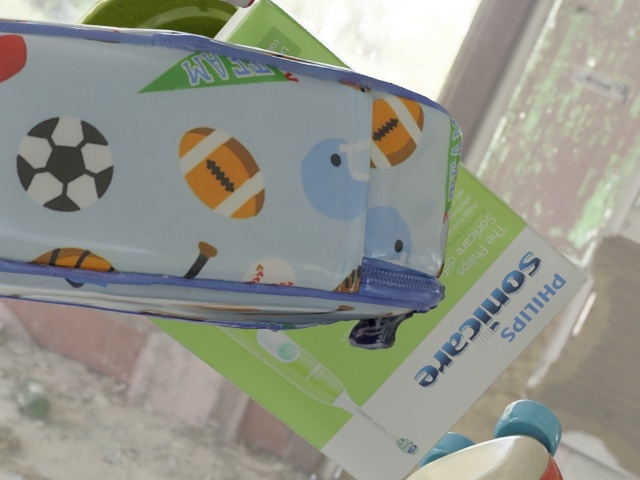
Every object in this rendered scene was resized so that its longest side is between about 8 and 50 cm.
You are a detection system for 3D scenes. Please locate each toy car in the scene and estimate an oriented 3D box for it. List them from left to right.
[{"bbox_3d":[0.207,0.343,1.275,0.238,0.210,0.219,54,33,-8],"label":"toy car"}]

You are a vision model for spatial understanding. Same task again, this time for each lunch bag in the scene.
[{"bbox_3d":[-0.092,-0.017,0.563,0.303,0.115,0.243,10,-10,-19],"label":"lunch bag"}]

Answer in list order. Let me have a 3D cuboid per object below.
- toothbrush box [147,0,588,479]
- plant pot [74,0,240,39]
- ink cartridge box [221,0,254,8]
[{"bbox_3d":[0.000,0.000,0.795,0.283,0.206,0.122,39,9,-12],"label":"toothbrush box"},{"bbox_3d":[-0.120,-0.108,1.263,0.276,0.276,0.254,30,-1,31],"label":"plant pot"},{"bbox_3d":[-0.047,-0.180,0.479,0.056,0.099,0.135,9,41,-48],"label":"ink cartridge box"}]
